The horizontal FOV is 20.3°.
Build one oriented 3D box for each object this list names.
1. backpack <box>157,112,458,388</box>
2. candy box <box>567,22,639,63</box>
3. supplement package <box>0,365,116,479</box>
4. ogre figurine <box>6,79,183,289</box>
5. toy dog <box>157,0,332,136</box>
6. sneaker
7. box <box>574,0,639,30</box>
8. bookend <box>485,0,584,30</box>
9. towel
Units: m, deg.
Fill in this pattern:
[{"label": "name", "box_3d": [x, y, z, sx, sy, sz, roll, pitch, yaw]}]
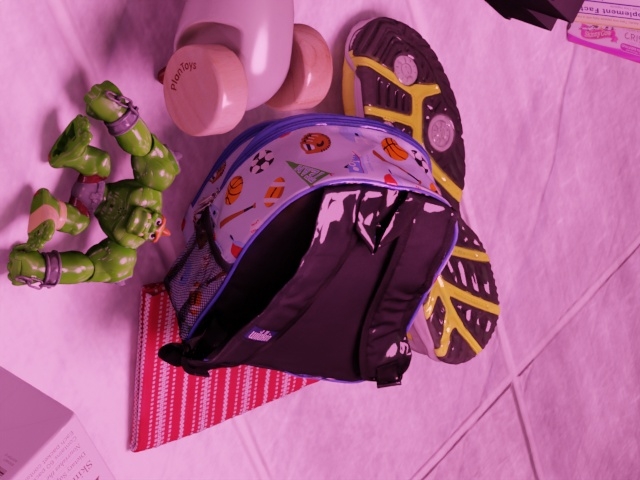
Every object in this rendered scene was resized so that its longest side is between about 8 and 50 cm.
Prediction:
[{"label": "backpack", "box_3d": [0.000, 0.000, 1.730, 0.276, 0.213, 0.263, 6, 138, -34]}, {"label": "candy box", "box_3d": [0.435, -0.287, 2.182, 0.233, 0.159, 0.071, -26, 127, -38]}, {"label": "supplement package", "box_3d": [-0.298, 0.263, 1.601, 0.199, 0.198, 0.262, -46, 139, -23]}, {"label": "ogre figurine", "box_3d": [-0.200, -0.039, 1.642, 0.118, 0.097, 0.197, 21, 78, -34]}, {"label": "toy dog", "box_3d": [-0.094, -0.254, 1.631, 0.220, 0.161, 0.333, 17, 81, -49]}, {"label": "sneaker", "box_3d": [0.073, -0.049, 1.923, 0.145, 0.147, 0.384, -22, 107, -38]}, {"label": "box", "box_3d": [0.367, -0.398, 2.031, 0.213, 0.117, 0.243, -53, 145, -42]}, {"label": "bookend", "box_3d": [0.242, -0.286, 1.960, 0.156, 0.157, 0.072, 30, 86, -51]}, {"label": "towel", "box_3d": [-0.088, 0.101, 1.893, 0.275, 0.031, 0.199, -18, 125, -41]}]
